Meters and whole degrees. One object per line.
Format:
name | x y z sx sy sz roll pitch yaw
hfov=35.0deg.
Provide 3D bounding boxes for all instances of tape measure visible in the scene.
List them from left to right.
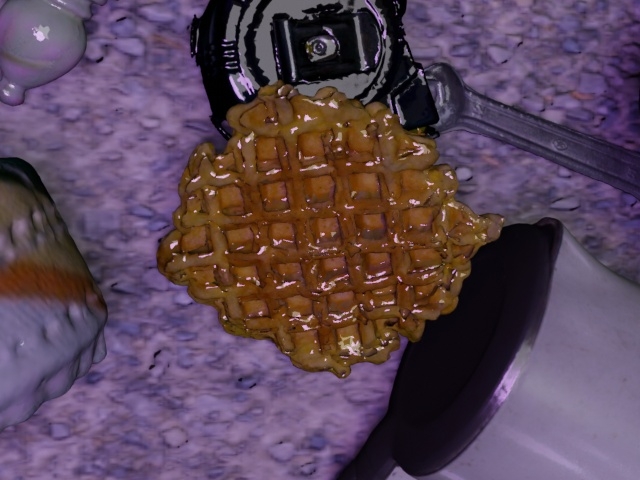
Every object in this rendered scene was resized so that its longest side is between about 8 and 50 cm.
tape measure | -0.006 -0.148 0.823 0.186 0.112 0.199 -14 96 -11

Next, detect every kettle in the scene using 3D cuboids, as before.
kettle | 0.235 0.206 0.867 0.377 0.250 0.361 29 115 -12

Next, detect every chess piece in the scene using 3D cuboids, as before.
chess piece | -0.179 -0.224 0.776 0.139 0.139 0.271 30 97 -14

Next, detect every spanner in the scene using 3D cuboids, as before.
spanner | 0.219 -0.087 0.932 0.302 0.017 0.071 17 89 -16

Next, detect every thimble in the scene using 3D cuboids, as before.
thimble | -0.285 0.061 0.670 0.254 0.288 0.167 -21 98 19

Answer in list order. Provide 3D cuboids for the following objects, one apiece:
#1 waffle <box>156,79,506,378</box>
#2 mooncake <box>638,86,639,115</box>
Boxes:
waffle | 0.000 -0.001 0.804 0.245 0.052 0.254 30 121 -13
mooncake | 0.514 -0.118 0.842 0.467 0.262 0.466 4 79 -19
